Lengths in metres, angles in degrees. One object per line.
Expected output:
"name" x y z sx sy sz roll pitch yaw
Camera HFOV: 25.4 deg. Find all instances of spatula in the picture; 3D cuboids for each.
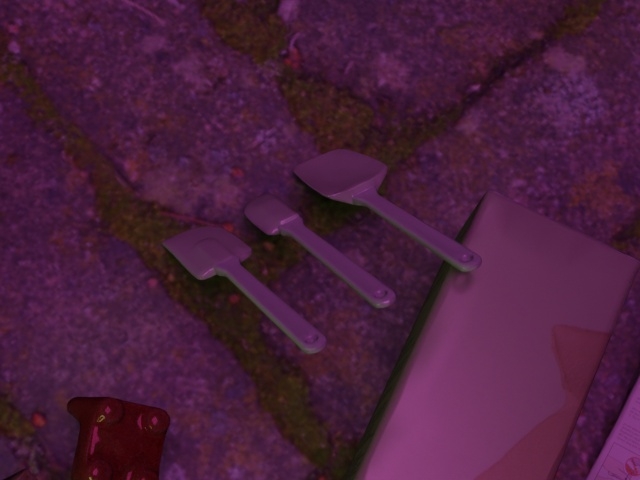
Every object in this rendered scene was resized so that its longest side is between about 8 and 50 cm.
"spatula" 0.000 0.000 1.002 0.168 0.242 0.019 -25 117 -17

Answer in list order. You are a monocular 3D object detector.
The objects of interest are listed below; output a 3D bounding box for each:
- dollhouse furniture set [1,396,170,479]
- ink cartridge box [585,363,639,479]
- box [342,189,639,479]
"dollhouse furniture set" -0.262 0.079 0.979 0.374 0.152 0.201 50 62 -10
"ink cartridge box" 0.286 0.159 1.050 0.145 0.045 0.179 28 88 9
"box" 0.096 0.138 0.979 0.121 0.148 0.311 26 71 3
